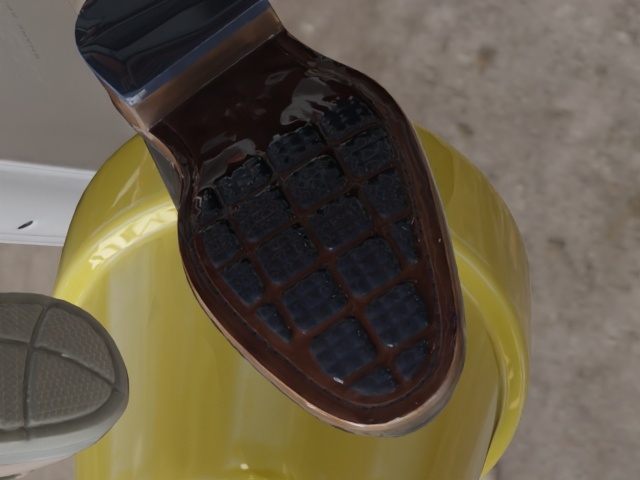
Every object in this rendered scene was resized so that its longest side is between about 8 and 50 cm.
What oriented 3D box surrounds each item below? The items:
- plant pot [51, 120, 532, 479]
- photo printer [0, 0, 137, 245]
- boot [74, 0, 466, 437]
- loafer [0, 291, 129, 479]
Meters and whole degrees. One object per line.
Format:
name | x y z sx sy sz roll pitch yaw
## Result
plant pot | -0.020 0.093 0.981 0.254 0.254 0.239 -49 20 33
photo printer | -0.265 -0.119 1.340 0.107 0.307 0.256 -37 72 21
boot | 0.000 0.000 0.620 0.082 0.106 0.219 -32 46 0
loafer | -0.095 0.034 0.356 0.039 0.125 0.045 -48 52 42
